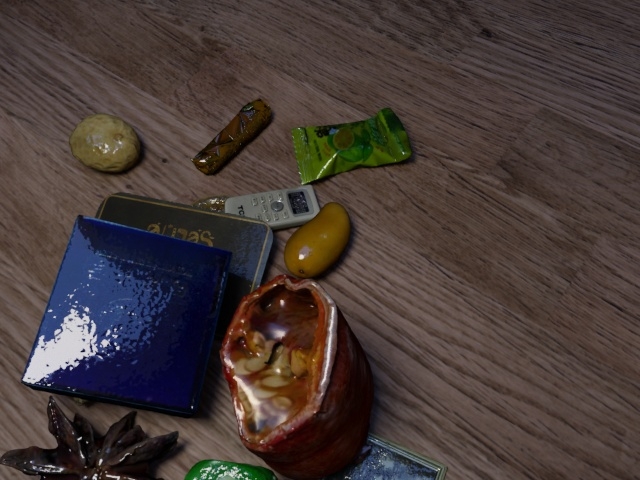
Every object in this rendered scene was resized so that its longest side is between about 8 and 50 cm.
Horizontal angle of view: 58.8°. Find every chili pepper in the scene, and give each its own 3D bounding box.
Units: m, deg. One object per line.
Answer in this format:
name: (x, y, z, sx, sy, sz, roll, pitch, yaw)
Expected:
chili pepper: (-0.044, 0.204, 0.832, 0.229, 0.305, 0.251, 12, 66, 21)

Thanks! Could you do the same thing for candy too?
candy: (0.062, -0.207, 1.233, 0.247, 0.069, 0.148, -11, 62, -10)

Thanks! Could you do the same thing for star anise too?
star anise: (-0.335, 0.357, 0.866, 0.283, 0.129, 0.212, 9, 64, -1)

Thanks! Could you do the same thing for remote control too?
remote control: (-0.098, -0.062, 1.155, 0.190, 0.029, 0.087, -10, 61, -12)

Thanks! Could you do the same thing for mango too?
mango: (0.000, 0.000, 1.096, 0.102, 0.084, 0.184, 24, 51, 20)

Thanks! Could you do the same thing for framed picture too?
framed picture: (0.090, 0.379, 0.886, 0.183, 0.011, 0.141, 20, 61, 16)

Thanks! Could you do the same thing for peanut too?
peanut: (-0.469, -0.214, 1.244, 0.159, 0.109, 0.140, 19, 61, 17)

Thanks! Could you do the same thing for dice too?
dice: (-0.133, 0.392, 0.822, 0.131, 0.128, 0.120, 4, 56, 8)

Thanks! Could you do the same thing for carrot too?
carrot: (-0.195, -0.232, 1.272, 0.069, 0.069, 0.228, 30, 64, 20)

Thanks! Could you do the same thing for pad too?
pad: (-0.286, 0.002, 1.082, 0.376, 0.063, 0.314, 11, 71, 10)

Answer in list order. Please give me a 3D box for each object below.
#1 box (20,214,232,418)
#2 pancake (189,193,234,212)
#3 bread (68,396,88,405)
box: (-0.305, 0.127, 0.941, 0.262, 0.116, 0.278, 14, 66, -11)
pancake: (-0.216, -0.035, 1.163, 0.152, 0.025, 0.151, -1, 57, 2)
bread: (-0.419, 0.212, 0.985, 0.125, 0.082, 0.106, 37, 75, 4)
